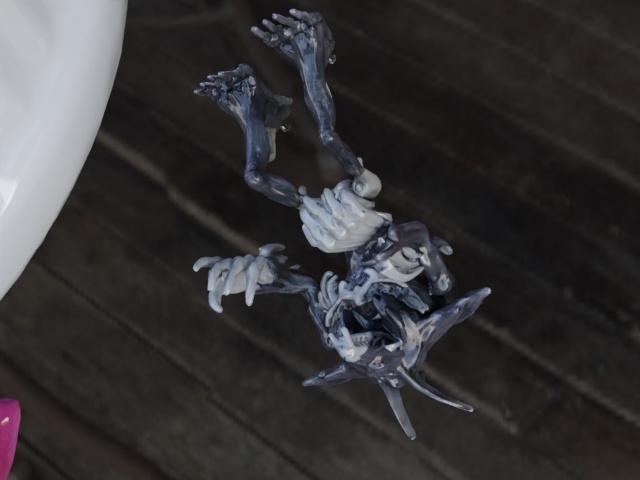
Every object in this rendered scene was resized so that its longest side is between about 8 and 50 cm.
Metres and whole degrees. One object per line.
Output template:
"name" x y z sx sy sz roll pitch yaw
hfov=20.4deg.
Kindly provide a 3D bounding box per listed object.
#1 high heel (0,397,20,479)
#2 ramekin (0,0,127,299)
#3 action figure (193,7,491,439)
"high heel" -0.207 0.188 1.055 0.117 0.244 0.082 -24 43 -13
"ramekin" -0.187 -0.073 0.389 0.272 0.127 0.273 -5 63 10
"action figure" 0.000 0.000 1.154 0.141 0.164 0.276 -7 70 -50
